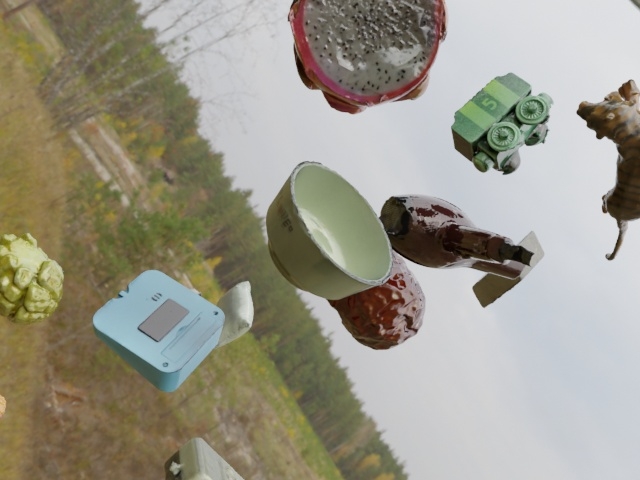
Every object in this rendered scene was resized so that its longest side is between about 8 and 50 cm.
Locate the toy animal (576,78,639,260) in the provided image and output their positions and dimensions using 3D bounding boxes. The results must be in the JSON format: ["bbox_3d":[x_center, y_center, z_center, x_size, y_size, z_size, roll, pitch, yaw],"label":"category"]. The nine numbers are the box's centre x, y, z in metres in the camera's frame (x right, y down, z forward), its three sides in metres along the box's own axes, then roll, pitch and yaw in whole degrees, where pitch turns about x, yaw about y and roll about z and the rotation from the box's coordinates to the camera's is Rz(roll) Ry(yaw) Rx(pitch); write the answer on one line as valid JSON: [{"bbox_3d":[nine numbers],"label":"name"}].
[{"bbox_3d":[0.367,-0.060,0.778,0.114,0.116,0.255,25,-38,38],"label":"toy animal"}]

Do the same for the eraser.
[{"bbox_3d":[0.512,0.088,1.835,0.077,0.111,0.352,43,-18,10],"label":"eraser"}]

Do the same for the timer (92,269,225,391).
[{"bbox_3d":[-0.384,0.207,1.586,0.249,0.232,0.091,33,-45,10],"label":"timer"}]

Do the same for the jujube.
[{"bbox_3d":[0.115,0.113,1.419,0.213,0.212,0.232,53,-5,48],"label":"jujube"}]

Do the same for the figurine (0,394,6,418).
[{"bbox_3d":[-0.423,0.188,0.790,0.064,0.047,0.109,1,-27,30],"label":"figurine"}]

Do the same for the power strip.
[{"bbox_3d":[-0.108,0.374,0.888,0.257,0.070,0.105,50,-4,-20],"label":"power strip"}]

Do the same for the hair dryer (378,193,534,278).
[{"bbox_3d":[0.279,0.017,1.096,0.312,0.123,0.340,19,2,-20],"label":"hair dryer"}]

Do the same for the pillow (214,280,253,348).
[{"bbox_3d":[-0.270,0.228,2.031,0.078,0.144,0.254,53,9,-25],"label":"pillow"}]

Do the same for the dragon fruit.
[{"bbox_3d":[0.079,-0.365,1.204,0.291,0.290,0.189,59,2,-1],"label":"dragon fruit"}]

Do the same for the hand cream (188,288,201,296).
[{"bbox_3d":[-0.403,0.161,1.791,0.037,0.165,0.057,-119,-160,-60],"label":"hand cream"}]

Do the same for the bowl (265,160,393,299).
[{"bbox_3d":[0.000,0.000,0.975,0.211,0.112,0.212,33,35,-27],"label":"bowl"}]

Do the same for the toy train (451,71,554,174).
[{"bbox_3d":[0.535,-0.345,1.962,0.238,0.299,0.167,44,-6,28],"label":"toy train"}]

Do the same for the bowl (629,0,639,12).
[{"bbox_3d":[0.445,-0.466,0.793,0.195,0.435,0.435,26,-15,14],"label":"bowl"}]

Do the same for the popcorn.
[{"bbox_3d":[-0.554,0.071,1.235,0.173,0.142,0.174,170,-90,-72],"label":"popcorn"}]
